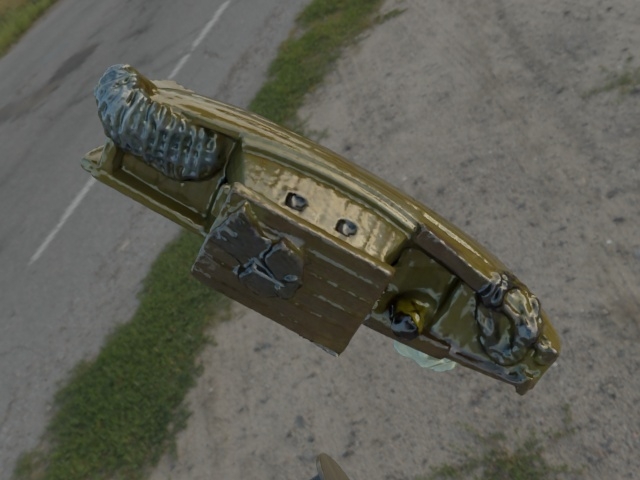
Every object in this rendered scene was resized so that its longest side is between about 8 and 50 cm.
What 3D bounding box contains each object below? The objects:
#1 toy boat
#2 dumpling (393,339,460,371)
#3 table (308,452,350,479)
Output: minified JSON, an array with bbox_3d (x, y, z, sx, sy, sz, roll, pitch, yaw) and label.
[{"bbox_3d":[0.000,0.000,0.429,0.089,0.321,0.121,-60,1,28],"label":"toy boat"},{"bbox_3d":[0.274,0.161,1.449,0.193,0.147,0.258,39,81,17],"label":"dumpling"},{"bbox_3d":[-0.047,0.440,1.006,0.226,0.167,0.167,-34,32,3],"label":"table"}]
